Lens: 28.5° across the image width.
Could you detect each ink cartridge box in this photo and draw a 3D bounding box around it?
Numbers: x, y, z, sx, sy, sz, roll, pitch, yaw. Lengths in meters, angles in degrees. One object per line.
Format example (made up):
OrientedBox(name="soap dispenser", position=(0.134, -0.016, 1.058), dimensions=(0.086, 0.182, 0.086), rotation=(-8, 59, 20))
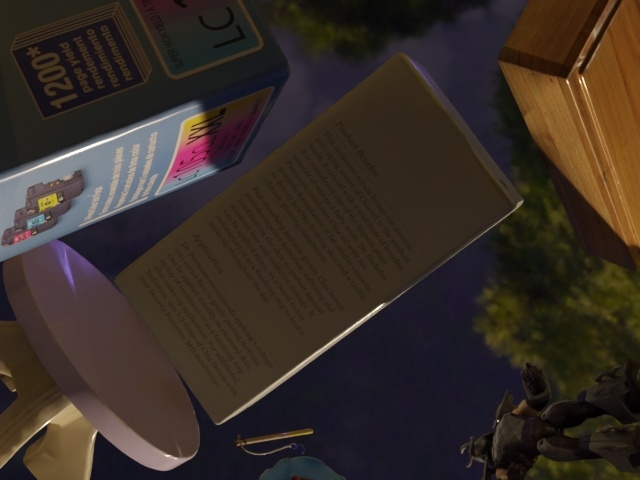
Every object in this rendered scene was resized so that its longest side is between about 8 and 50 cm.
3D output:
OrientedBox(name="ink cartridge box", position=(-0.257, -0.106, 0.678), dimensions=(0.395, 0.151, 0.270), rotation=(-24, -102, -20))

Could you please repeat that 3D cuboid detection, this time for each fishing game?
OrientedBox(name="fishing game", position=(-0.008, 0.374, 1.695), dimensions=(0.189, 0.041, 0.264), rotation=(2, -122, -38))

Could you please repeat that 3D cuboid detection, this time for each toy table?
OrientedBox(name="toy table", position=(-0.265, 0.142, 1.247), dimensions=(0.274, 0.161, 0.252), rotation=(58, -164, -9))

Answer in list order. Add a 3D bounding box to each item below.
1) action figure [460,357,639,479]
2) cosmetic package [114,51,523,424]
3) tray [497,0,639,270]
OrientedBox(name="action figure", position=(0.274, 0.226, 1.493), dimensions=(0.099, 0.285, 0.185), rotation=(30, -125, -33))
OrientedBox(name="cosmetic package", position=(0.000, 0.000, 1.556), dimensions=(0.230, 0.453, 0.161), rotation=(54, -168, 5))
OrientedBox(name="tray", position=(0.298, -0.144, 1.236), dimensions=(0.076, 0.411, 0.202), rotation=(23, -104, 31))
